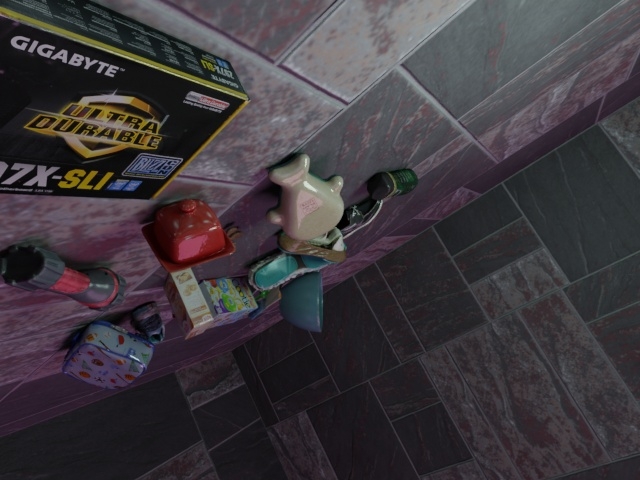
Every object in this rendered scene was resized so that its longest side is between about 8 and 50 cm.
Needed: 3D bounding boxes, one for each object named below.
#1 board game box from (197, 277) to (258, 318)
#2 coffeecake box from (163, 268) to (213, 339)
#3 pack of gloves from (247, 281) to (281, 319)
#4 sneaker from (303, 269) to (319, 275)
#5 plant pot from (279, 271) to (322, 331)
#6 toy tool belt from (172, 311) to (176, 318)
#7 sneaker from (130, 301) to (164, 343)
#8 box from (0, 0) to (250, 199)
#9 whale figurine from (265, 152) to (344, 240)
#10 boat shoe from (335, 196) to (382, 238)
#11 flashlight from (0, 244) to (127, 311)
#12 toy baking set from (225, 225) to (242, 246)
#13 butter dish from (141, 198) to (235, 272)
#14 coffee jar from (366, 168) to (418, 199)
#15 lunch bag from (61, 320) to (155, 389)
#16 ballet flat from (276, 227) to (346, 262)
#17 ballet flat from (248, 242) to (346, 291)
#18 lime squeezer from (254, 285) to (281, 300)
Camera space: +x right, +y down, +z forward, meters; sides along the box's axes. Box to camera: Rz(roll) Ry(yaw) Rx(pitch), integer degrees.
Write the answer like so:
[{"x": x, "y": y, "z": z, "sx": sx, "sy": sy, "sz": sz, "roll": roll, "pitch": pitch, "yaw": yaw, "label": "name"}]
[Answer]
[{"x": -0.387, "y": 0.239, "z": 1.651, "sx": 0.144, "sy": 0.142, "sz": 0.275, "roll": -32, "pitch": 166, "yaw": 17, "label": "board game box"}, {"x": -0.414, "y": 0.196, "z": 1.340, "sx": 0.068, "sy": 0.186, "sz": 0.142, "roll": -19, "pitch": 164, "yaw": -35, "label": "coffeecake box"}, {"x": -0.228, "y": 0.214, "z": 1.789, "sx": 0.046, "sy": 0.195, "sz": 0.232, "roll": 26, "pitch": 131, "yaw": -34, "label": "pack of gloves"}, {"x": -0.038, "y": 0.129, "z": 2.142, "sx": 0.082, "sy": 0.071, "sz": 0.191, "roll": -2, "pitch": 145, "yaw": -45, "label": "sneaker"}, {"x": -0.093, "y": 0.296, "z": 2.085, "sx": 0.195, "sy": 0.290, "sz": 0.290, "roll": -1, "pitch": 167, "yaw": 4, "label": "plant pot"}, {"x": -0.547, "y": 0.293, "z": 1.732, "sx": 0.083, "sy": 0.052, "sz": 0.051, "roll": -27, "pitch": 158, "yaw": -2, "label": "toy tool belt"}, {"x": -0.614, "y": 0.322, "z": 1.547, "sx": 0.110, "sy": 0.122, "sz": 0.283, "roll": -22, "pitch": 165, "yaw": -22, "label": "sneaker"}, {"x": -0.285, "y": -0.154, "z": 0.533, "sx": 0.257, "sy": 0.079, "sz": 0.322, "roll": -33, "pitch": 166, "yaw": 27, "label": "box"}, {"x": -0.049, "y": -0.121, "z": 1.089, "sx": 0.216, "sy": 0.141, "sz": 0.272, "roll": -29, "pitch": 142, "yaw": 1, "label": "whale figurine"}, {"x": 0.130, "y": -0.092, "z": 1.605, "sx": 0.233, "sy": 0.084, "sz": 0.079, "roll": -38, "pitch": 140, "yaw": 16, "label": "boat shoe"}, {"x": -0.518, "y": 0.082, "z": 0.904, "sx": 0.103, "sy": 0.103, "sz": 0.304, "roll": -53, "pitch": 171, "yaw": -14, "label": "flashlight"}, {"x": -0.331, "y": 0.017, "z": 1.195, "sx": 0.256, "sy": 0.030, "sz": 0.197, "roll": -15, "pitch": 159, "yaw": -45, "label": "toy baking set"}, {"x": -0.278, "y": -0.034, "z": 0.905, "sx": 0.159, "sy": 0.160, "sz": 0.118, "roll": -19, "pitch": 141, "yaw": -33, "label": "butter dish"}, {"x": 0.243, "y": -0.190, "z": 1.456, "sx": 0.184, "sy": 0.079, "sz": 0.096, "roll": -16, "pitch": 165, "yaw": -44, "label": "coffee jar"}, {"x": -0.709, "y": 0.382, "z": 1.429, "sx": 0.243, "sy": 0.115, "sz": 0.303, "roll": 33, "pitch": 128, "yaw": -23, "label": "lunch bag"}, {"x": 0.000, "y": 0.000, "z": 1.536, "sx": 0.342, "sy": 0.116, "sz": 0.124, "roll": 15, "pitch": 123, "yaw": -42, "label": "ballet flat"}, {"x": -0.102, "y": 0.067, "z": 1.693, "sx": 0.408, "sy": 0.147, "sz": 0.147, "roll": -21, "pitch": 165, "yaw": -18, "label": "ballet flat"}, {"x": -0.233, "y": 0.228, "z": 2.099, "sx": 0.310, "sy": 0.059, "sz": 0.110, "roll": -29, "pitch": 163, "yaw": -36, "label": "lime squeezer"}]
